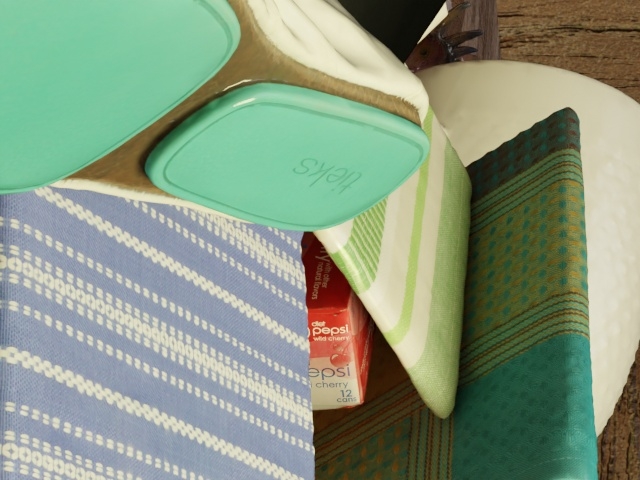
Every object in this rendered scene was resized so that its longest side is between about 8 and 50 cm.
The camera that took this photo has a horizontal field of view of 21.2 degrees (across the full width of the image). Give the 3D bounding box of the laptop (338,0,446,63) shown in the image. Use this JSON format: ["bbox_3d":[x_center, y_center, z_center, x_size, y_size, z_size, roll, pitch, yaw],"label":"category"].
[{"bbox_3d":[-0.012,-0.281,0.944,0.408,0.236,0.382,49,41,-15],"label":"laptop"}]

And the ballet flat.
[{"bbox_3d":[-0.078,-0.085,0.641,0.400,0.139,0.139,12,76,-66],"label":"ballet flat"}]

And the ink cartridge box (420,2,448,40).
[{"bbox_3d":[0.024,-0.205,1.231,0.067,0.115,0.198,-44,152,-16],"label":"ink cartridge box"}]

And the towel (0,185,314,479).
[{"bbox_3d":[-0.070,0.107,0.711,0.243,0.040,0.336,34,46,-55],"label":"towel"}]

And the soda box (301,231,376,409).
[{"bbox_3d":[0.000,0.000,1.195,0.263,0.083,0.092,-79,164,-52],"label":"soda box"}]

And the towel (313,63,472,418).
[{"bbox_3d":[0.012,-0.077,1.106,0.325,0.038,0.248,56,27,-33],"label":"towel"}]

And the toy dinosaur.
[{"bbox_3d":[0.110,-0.242,1.759,0.200,0.127,0.296,48,35,-64],"label":"toy dinosaur"}]

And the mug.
[{"bbox_3d":[0.131,0.025,1.531,0.374,0.276,0.328,32,59,-41],"label":"mug"}]

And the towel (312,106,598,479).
[{"bbox_3d":[0.078,0.090,1.189,0.040,0.271,0.370,42,35,-27],"label":"towel"}]
